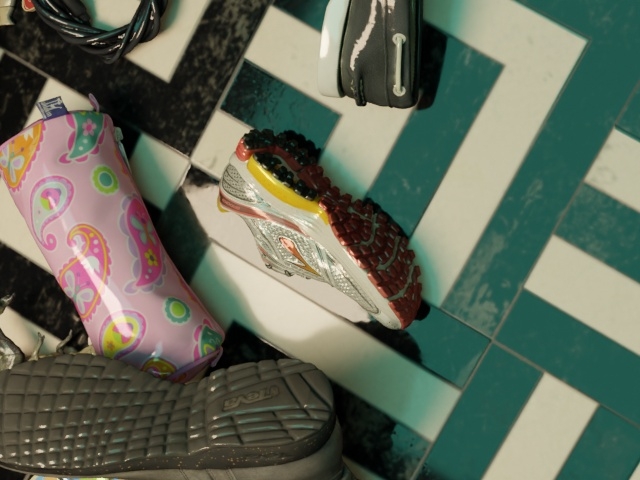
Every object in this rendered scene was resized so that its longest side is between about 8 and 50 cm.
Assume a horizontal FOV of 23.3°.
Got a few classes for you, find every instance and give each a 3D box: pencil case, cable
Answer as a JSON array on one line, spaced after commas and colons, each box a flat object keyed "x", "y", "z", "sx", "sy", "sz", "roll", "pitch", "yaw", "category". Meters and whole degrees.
[{"x": -0.196, "y": 0.009, "z": 1.447, "sx": 0.124, "sy": 0.124, "sz": 0.284, "roll": -29, "pitch": 84, "yaw": 16, "category": "pencil case"}, {"x": -0.212, "y": -0.259, "z": 1.465, "sx": 0.150, "sy": 0.047, "sz": 0.184, "roll": 2, "pitch": 98, "yaw": 8, "category": "cable"}]

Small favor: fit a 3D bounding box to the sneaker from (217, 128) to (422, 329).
[{"x": 0.000, "y": 0.000, "z": 1.418, "sx": 0.225, "sy": 0.088, "sz": 0.093, "roll": 44, "pitch": 124, "yaw": 10, "category": "sneaker"}]

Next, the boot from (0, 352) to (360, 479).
[{"x": -0.130, "y": 0.209, "z": 1.384, "sx": 0.338, "sy": 0.222, "sz": 0.118, "roll": 2, "pitch": 53, "yaw": 13, "category": "boot"}]

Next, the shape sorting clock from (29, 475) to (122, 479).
[{"x": -0.217, "y": 0.308, "z": 1.512, "sx": 0.206, "sy": 0.040, "sz": 0.206, "roll": 1, "pitch": 94, "yaw": 16, "category": "shape sorting clock"}]

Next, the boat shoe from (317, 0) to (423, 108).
[{"x": 0.066, "y": -0.263, "z": 1.353, "sx": 0.091, "sy": 0.114, "sz": 0.302, "roll": 13, "pitch": 116, "yaw": 11, "category": "boat shoe"}]

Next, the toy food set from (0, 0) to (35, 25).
[{"x": -0.294, "y": -0.274, "z": 1.508, "sx": 0.078, "sy": 0.019, "sz": 0.122, "roll": -11, "pitch": 90, "yaw": 16, "category": "toy food set"}]

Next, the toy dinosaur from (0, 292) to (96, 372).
[{"x": -0.313, "y": 0.122, "z": 1.520, "sx": 0.268, "sy": 0.064, "sz": 0.118, "roll": -24, "pitch": 93, "yaw": 19, "category": "toy dinosaur"}]
